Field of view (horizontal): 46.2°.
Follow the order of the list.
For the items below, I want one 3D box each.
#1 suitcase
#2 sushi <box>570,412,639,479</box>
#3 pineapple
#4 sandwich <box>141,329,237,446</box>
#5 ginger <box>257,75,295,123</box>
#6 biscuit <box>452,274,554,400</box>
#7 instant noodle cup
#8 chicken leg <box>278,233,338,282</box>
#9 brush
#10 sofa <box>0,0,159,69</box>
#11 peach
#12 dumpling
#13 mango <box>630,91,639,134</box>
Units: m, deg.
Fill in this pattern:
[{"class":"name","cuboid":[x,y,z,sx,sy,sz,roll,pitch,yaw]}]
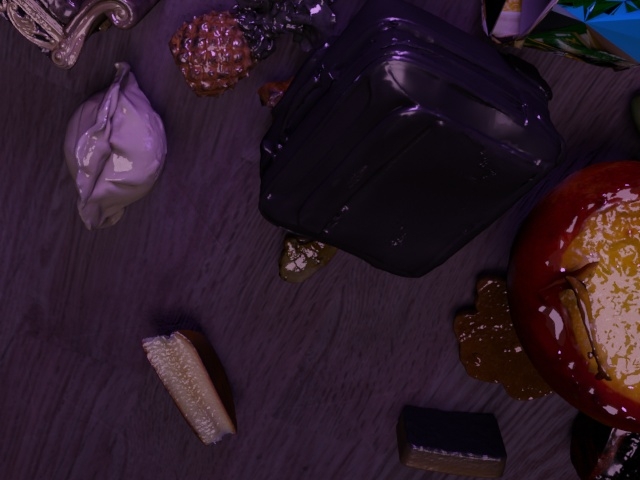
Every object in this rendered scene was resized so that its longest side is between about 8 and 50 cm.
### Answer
[{"class":"suitcase","cuboid":[0.102,-0.125,1.002,0.339,0.188,0.345,21,139,-23]},{"class":"sushi","cuboid":[0.561,0.354,1.383,0.126,0.136,0.225,12,114,-9]},{"class":"pineapple","cuboid":[-0.084,-0.288,1.030,0.237,0.111,0.119,-26,148,10]},{"class":"sandwich","cuboid":[-0.230,0.249,1.360,0.094,0.096,0.258,-19,118,5]},{"class":"ginger","cuboid":[-0.007,-0.199,1.098,0.162,0.073,0.103,-9,117,1]},{"class":"biscuit","cuboid":[0.343,0.170,1.328,0.208,0.041,0.290,-22,117,13]},{"class":"instant noodle cup","cuboid":[0.337,-0.327,0.934,0.178,0.240,0.240,15,121,-17]},{"class":"chicken leg","cuboid":[0.000,0.000,1.220,0.178,0.070,0.093,-33,133,11]},{"class":"brush","cuboid":[0.245,0.375,1.408,0.197,0.123,0.059,7,117,-4]},{"class":"sofa","cuboid":[-0.318,-0.371,0.926,0.182,0.200,0.258,-36,112,23]},{"class":"peach","cuboid":[0.449,0.084,1.111,0.335,0.310,0.406,-34,101,0]},{"class":"dumpling","cuboid":[-0.303,-0.121,1.079,0.147,0.193,0.258,14,123,-2]},{"class":"mango","cuboid":[0.569,-0.152,1.083,0.237,0.137,0.091,4,164,4]}]
